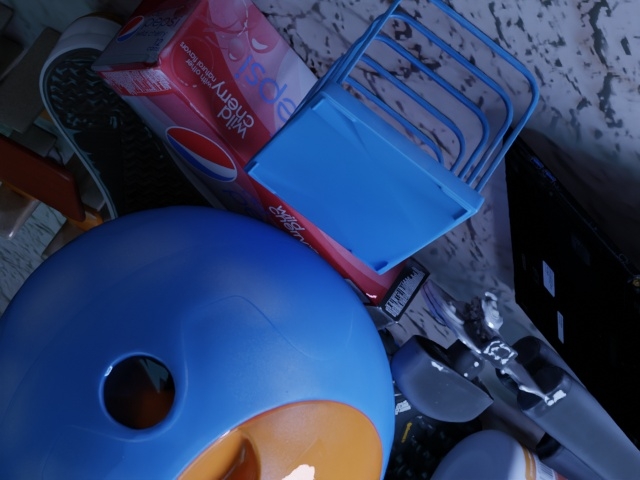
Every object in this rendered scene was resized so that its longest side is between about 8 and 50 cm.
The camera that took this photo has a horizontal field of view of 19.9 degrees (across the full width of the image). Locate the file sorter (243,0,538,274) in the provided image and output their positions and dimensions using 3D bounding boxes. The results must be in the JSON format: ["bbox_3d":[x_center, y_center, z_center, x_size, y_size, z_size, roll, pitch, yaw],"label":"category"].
[{"bbox_3d":[0.046,-0.070,1.173,0.118,0.104,0.170,37,158,-7],"label":"file sorter"}]

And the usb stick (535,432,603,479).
[{"bbox_3d":[0.301,0.236,1.513,0.278,0.045,0.077,35,157,-1],"label":"usb stick"}]

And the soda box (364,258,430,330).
[{"bbox_3d":[0.000,0.000,1.446,0.169,0.053,0.060,39,157,-10],"label":"soda box"}]

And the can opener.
[{"bbox_3d":[0.154,0.117,1.371,0.280,0.093,0.074,34,-163,-37],"label":"can opener"}]

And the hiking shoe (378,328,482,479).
[{"bbox_3d":[0.052,0.122,1.593,0.132,0.113,0.304,63,-173,34],"label":"hiking shoe"}]

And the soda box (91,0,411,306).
[{"bbox_3d":[-0.035,-0.069,1.303,0.083,0.092,0.263,5,145,52],"label":"soda box"}]

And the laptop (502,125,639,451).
[{"bbox_3d":[0.254,0.043,1.234,0.264,0.136,0.234,52,167,30],"label":"laptop"}]

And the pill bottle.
[{"bbox_3d":[0.201,0.263,1.589,0.216,0.121,0.121,34,160,-25],"label":"pill bottle"}]

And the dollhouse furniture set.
[{"bbox_3d":[-0.221,-0.045,1.555,0.259,0.135,0.262,28,157,16],"label":"dollhouse furniture set"}]

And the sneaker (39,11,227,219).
[{"bbox_3d":[-0.118,-0.048,1.411,0.106,0.123,0.290,-16,117,10],"label":"sneaker"}]

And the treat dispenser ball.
[{"bbox_3d":[-0.093,0.119,1.262,0.288,0.288,0.288,29,157,14],"label":"treat dispenser ball"}]
